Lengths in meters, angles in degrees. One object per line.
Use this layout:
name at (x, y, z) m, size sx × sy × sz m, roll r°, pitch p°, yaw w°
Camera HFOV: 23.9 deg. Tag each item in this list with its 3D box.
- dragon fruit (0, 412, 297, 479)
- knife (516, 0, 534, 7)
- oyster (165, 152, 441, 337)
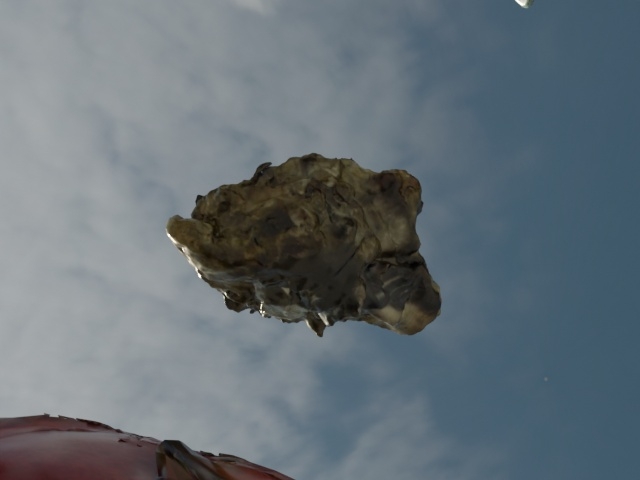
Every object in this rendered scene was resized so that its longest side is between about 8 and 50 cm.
dragon fruit at (-0.092, 0.198, 0.489) m, size 0.296 × 0.302 × 0.295 m, roll -4°, pitch -104°, yaw 17°
knife at (0.058, -0.130, 0.604) m, size 0.010 × 0.027 × 0.096 m, roll -21°, pitch -124°, yaw -23°
oyster at (-0.008, 0.005, 0.807) m, size 0.148 × 0.051 × 0.103 m, roll -3°, pitch -82°, yaw -6°
